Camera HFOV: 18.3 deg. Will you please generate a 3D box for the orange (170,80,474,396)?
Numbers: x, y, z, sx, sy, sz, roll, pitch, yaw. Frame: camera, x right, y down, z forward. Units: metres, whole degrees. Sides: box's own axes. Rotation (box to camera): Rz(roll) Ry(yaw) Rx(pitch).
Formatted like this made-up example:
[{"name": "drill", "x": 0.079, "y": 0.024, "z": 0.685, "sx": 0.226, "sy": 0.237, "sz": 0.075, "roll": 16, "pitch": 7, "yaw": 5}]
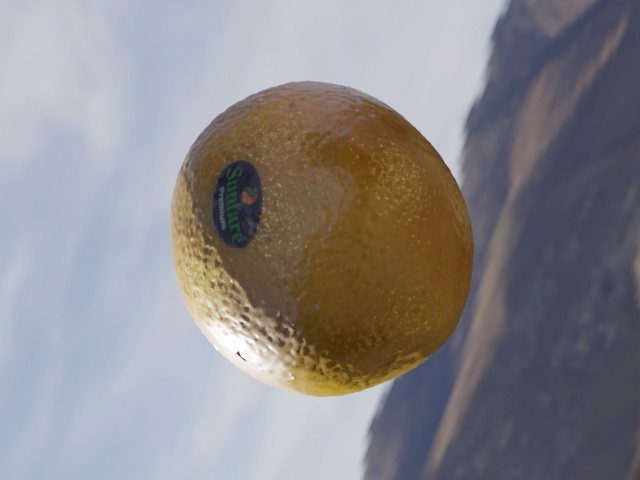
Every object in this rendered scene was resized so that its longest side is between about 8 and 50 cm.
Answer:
[{"name": "orange", "x": 0.000, "y": 0.000, "z": 1.455, "sx": 0.236, "sy": 0.236, "sz": 0.236, "roll": 21, "pitch": -90, "yaw": -83}]
